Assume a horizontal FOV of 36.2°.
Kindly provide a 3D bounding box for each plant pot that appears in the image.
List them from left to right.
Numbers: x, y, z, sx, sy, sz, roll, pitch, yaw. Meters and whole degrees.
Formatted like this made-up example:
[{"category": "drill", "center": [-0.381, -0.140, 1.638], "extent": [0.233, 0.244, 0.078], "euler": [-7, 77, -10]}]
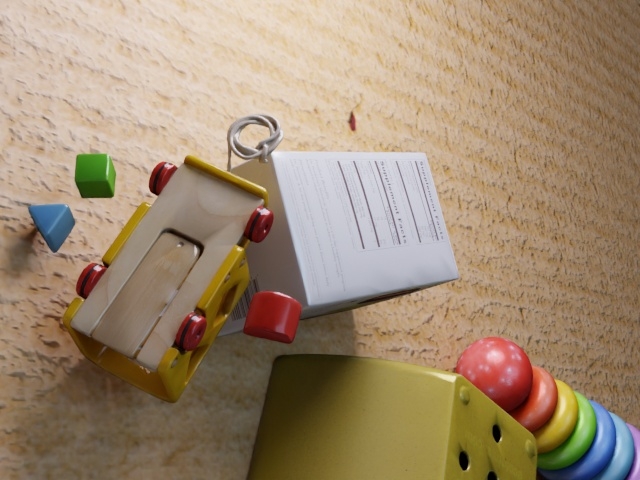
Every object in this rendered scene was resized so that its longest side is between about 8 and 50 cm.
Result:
[{"category": "plant pot", "center": [0.076, 0.224, 0.876], "extent": [0.212, 0.187, 0.212], "euler": [41, 47, -35]}]

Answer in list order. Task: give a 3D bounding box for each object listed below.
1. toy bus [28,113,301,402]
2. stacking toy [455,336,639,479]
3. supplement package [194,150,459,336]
[{"category": "toy bus", "center": [-0.106, 0.023, 0.760], "extent": [0.104, 0.202, 0.191], "euler": [91, -17, -62]}, {"category": "stacking toy", "center": [0.288, 0.224, 1.198], "extent": [0.330, 0.141, 0.141], "euler": [42, 46, -28]}, {"category": "supplement package", "center": [0.000, 0.000, 0.909], "extent": [0.244, 0.139, 0.134], "euler": [-6, 79, -52]}]
